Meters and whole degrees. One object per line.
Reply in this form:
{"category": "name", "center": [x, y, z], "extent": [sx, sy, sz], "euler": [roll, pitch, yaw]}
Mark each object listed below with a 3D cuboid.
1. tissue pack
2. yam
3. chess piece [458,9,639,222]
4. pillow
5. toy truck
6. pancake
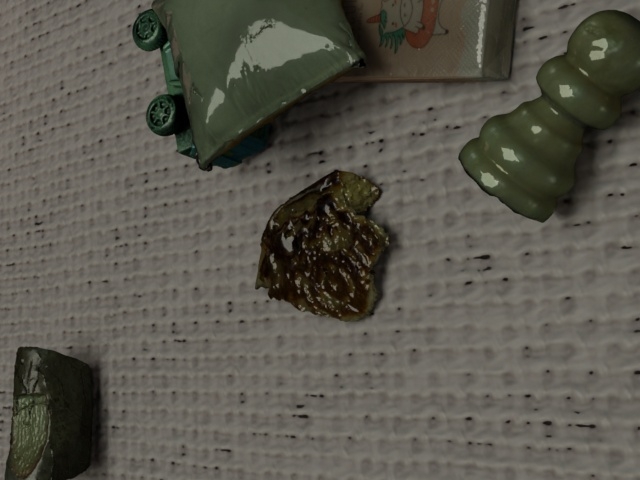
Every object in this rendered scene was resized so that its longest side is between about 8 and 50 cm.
{"category": "tissue pack", "center": [0.113, -0.295, 1.436], "extent": [0.325, 0.071, 0.170], "euler": [9, 95, 46]}
{"category": "yam", "center": [-0.488, 0.325, 1.952], "extent": [0.154, 0.154, 0.254], "euler": [-14, 70, 45]}
{"category": "chess piece", "center": [0.279, -0.151, 1.221], "extent": [0.243, 0.133, 0.133], "euler": [-54, 52, 23]}
{"category": "pillow", "center": [-0.095, -0.298, 1.507], "extent": [0.310, 0.119, 0.312], "euler": [-31, 66, 30]}
{"category": "toy truck", "center": [-0.181, -0.256, 1.685], "extent": [0.156, 0.155, 0.278], "euler": [-20, 71, 25]}
{"category": "pancake", "center": [0.000, 0.000, 1.542], "extent": [0.258, 0.056, 0.212], "euler": [12, 102, 39]}
